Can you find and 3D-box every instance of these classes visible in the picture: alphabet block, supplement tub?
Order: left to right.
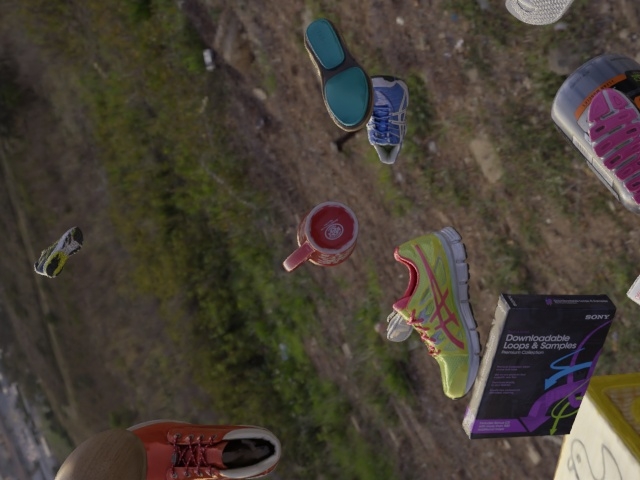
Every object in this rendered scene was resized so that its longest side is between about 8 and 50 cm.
[{"bbox_3d":[0.581,-0.180,1.590,0.316,0.193,0.194,61,146,38],"label":"supplement tub"},{"bbox_3d":[0.437,0.301,1.125,0.192,0.193,0.197,-118,27,-58],"label":"alphabet block"}]

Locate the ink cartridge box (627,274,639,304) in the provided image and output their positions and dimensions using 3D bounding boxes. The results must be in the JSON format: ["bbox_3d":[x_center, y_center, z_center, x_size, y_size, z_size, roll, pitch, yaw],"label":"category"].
[{"bbox_3d":[0.548,0.084,1.294,0.150,0.063,0.109,39,155,19],"label":"ink cartridge box"}]

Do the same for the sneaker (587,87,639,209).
[{"bbox_3d":[0.358,-0.097,0.972,0.063,0.075,0.170,-33,92,40],"label":"sneaker"}]

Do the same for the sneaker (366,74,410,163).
[{"bbox_3d":[0.119,-0.213,1.535,0.211,0.080,0.081,63,-150,-60],"label":"sneaker"}]

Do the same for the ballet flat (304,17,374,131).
[{"bbox_3d":[0.038,-0.248,1.348,0.073,0.080,0.232,50,-160,-56],"label":"ballet flat"}]

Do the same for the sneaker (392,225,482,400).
[{"bbox_3d":[0.135,0.092,1.062,0.081,0.094,0.209,141,120,-78],"label":"sneaker"}]

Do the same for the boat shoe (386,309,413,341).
[{"bbox_3d":[0.134,0.104,1.298,0.125,0.046,0.038,117,156,-47],"label":"boat shoe"}]

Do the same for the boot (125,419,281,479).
[{"bbox_3d":[-0.109,0.178,0.734,0.084,0.157,0.059,131,136,-74],"label":"boot"}]

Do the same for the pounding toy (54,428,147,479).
[{"bbox_3d":[-0.064,0.220,0.346,0.154,0.154,0.270,-19,93,16],"label":"pounding toy"}]

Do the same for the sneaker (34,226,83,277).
[{"bbox_3d":[-0.337,0.012,1.118,0.035,0.083,0.031,4,133,27],"label":"sneaker"}]

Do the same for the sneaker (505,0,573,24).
[{"bbox_3d":[0.444,-0.491,1.574,0.094,0.151,0.256,36,161,-13],"label":"sneaker"}]

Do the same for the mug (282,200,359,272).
[{"bbox_3d":[0.010,0.002,1.544,0.169,0.113,0.150,124,169,-84],"label":"mug"}]

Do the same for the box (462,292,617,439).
[{"bbox_3d":[0.213,0.125,0.861,0.029,0.116,0.162,-115,29,-58],"label":"box"}]
